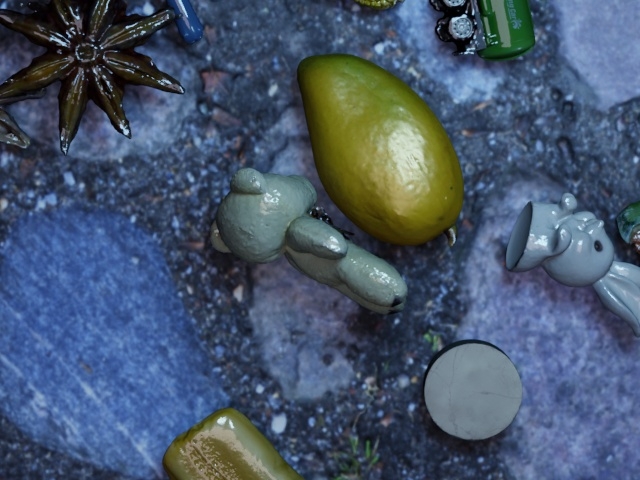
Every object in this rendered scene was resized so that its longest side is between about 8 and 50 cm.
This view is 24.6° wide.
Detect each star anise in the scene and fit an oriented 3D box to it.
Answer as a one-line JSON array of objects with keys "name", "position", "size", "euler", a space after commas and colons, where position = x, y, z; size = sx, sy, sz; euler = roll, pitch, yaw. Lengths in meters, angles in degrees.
[{"name": "star anise", "position": [-0.308, -0.246, 1.935], "size": [0.272, 0.102, 0.272], "euler": [-1, 97, -8]}, {"name": "star anise", "position": [-0.485, -0.171, 1.968], "size": [0.208, 0.063, 0.172], "euler": [23, 102, -8]}]

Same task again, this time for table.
[{"name": "table", "position": [0.207, 0.203, 2.006], "size": [0.133, 0.043, 0.133], "euler": [0, 96, 1]}]

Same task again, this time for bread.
[{"name": "bread", "position": [-0.076, 0.360, 2.001], "size": [0.142, 0.091, 0.305], "euler": [-42, 94, -3]}]

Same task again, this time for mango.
[{"name": "mango", "position": [0.078, -0.118, 1.943], "size": [0.176, 0.119, 0.317], "euler": [-33, 86, 6]}]

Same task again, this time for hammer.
[{"name": "hammer", "position": [-0.208, -0.350, 1.943], "size": [0.116, 0.069, 0.194], "euler": [-25, 100, 2]}]

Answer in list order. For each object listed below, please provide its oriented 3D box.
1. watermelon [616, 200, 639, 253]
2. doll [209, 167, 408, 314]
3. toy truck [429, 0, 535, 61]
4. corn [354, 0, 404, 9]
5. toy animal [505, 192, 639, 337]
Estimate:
[{"name": "watermelon", "position": [0.497, 0.001, 1.971], "size": [0.187, 0.071, 0.139], "euler": [-8, 100, 1]}, {"name": "doll", "position": [0.000, 0.001, 1.928], "size": [0.278, 0.149, 0.175], "euler": [33, 138, 6]}, {"name": "toy truck", "position": [0.202, -0.350, 1.920], "size": [0.125, 0.101, 0.242], "euler": [-15, 98, -2]}, {"name": "corn", "position": [0.008, -0.373, 1.929], "size": [0.238, 0.080, 0.080], "euler": [25, 96, -4]}, {"name": "toy animal", "position": [0.367, 0.025, 1.949], "size": [0.221, 0.104, 0.131], "euler": [22, 125, -3]}]
